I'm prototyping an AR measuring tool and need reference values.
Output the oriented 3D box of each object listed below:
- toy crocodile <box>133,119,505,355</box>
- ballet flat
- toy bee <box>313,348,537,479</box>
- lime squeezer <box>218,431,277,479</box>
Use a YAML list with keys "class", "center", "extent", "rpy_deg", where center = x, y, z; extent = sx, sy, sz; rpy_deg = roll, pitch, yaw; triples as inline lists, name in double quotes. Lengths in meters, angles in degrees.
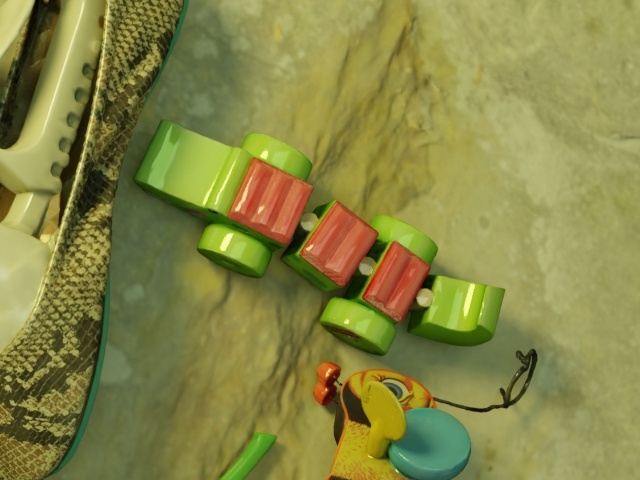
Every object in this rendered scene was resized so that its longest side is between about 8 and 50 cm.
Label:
- class: "toy crocodile"
  center: [0.000, 0.000, 1.622]
  extent: [0.340, 0.105, 0.115]
  rpy_deg: [31, 77, -10]
- class: "ballet flat"
  center: [-0.240, -0.052, 1.521]
  extent: [0.182, 0.164, 0.483]
  rpy_deg: [28, 71, -50]
- class: "toy bee"
  center: [0.049, 0.182, 1.607]
  extent: [0.162, 0.298, 0.195]
  rpy_deg: [24, 114, 15]
- class: "lime squeezer"
  center: [-0.120, 0.307, 1.591]
  extent: [0.110, 0.059, 0.310]
  rpy_deg: [20, 75, -43]
